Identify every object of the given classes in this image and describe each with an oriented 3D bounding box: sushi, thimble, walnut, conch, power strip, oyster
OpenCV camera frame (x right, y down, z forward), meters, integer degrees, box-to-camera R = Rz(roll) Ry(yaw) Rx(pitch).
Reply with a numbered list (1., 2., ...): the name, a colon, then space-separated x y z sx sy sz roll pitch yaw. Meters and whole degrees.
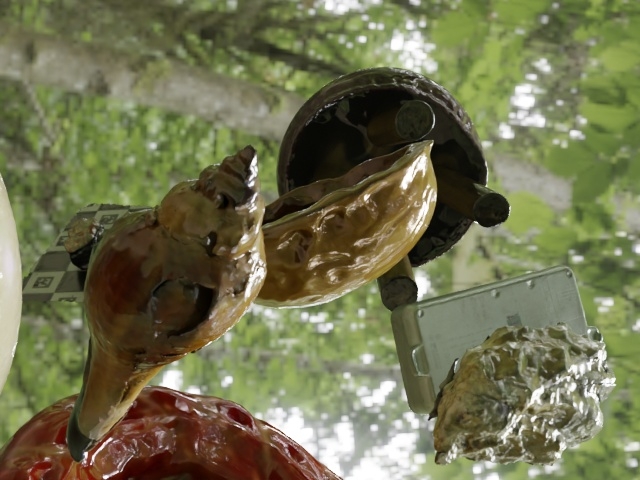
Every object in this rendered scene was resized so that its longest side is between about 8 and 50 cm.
1. sushi: -0.219 -0.001 1.463 0.192 0.210 0.040 -61 147 -49
2. thimble: -0.129 0.289 0.996 0.230 0.350 0.350 -51 -135 36
3. walnut: 0.002 0.001 1.004 0.167 0.211 0.087 -45 113 -77
4. conch: -0.096 0.033 0.712 0.233 0.080 0.086 -37 -154 43
5. power strip: 0.191 0.104 1.431 0.046 0.270 0.118 -18 -95 56
6. oyster: 0.183 0.129 1.157 0.072 0.209 0.132 147 -58 -62

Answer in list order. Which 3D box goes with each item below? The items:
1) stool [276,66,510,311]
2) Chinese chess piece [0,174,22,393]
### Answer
1. stool: 0.086 -0.064 1.625 0.178 0.272 0.272 -113 -147 -69
2. Chinese chess piece: -0.265 0.010 0.612 0.273 0.102 0.273 7 -72 23
